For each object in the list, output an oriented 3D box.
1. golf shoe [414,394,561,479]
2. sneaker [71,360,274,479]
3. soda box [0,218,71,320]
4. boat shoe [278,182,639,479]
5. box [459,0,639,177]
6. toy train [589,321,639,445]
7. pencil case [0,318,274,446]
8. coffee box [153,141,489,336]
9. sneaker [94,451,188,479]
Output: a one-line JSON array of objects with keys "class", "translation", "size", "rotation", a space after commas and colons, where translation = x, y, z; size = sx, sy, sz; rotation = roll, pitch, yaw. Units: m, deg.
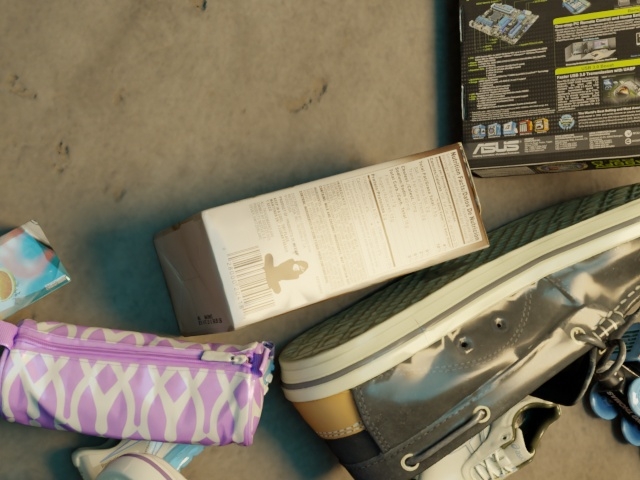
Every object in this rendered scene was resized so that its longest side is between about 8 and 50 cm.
[{"class": "golf shoe", "translation": [0.158, 0.203, 0.900], "size": [0.176, 0.086, 0.069], "rotation": [-46, 106, -20]}, {"class": "sneaker", "translation": [-0.122, 0.142, 0.784], "size": [0.191, 0.071, 0.083], "rotation": [-40, 96, -24]}, {"class": "soda box", "translation": [-0.287, 0.053, 0.716], "size": [0.183, 0.063, 0.058], "rotation": [-33, 98, -24]}, {"class": "boat shoe", "translation": [0.203, 0.068, 0.885], "size": [0.500, 0.187, 0.156], "rotation": [-26, 96, -19]}, {"class": "box", "translation": [0.271, -0.178, 0.908], "size": [0.060, 0.270, 0.216], "rotation": [13, 75, -65]}, {"class": "toy train", "translation": [0.367, 0.172, 1.008], "size": [0.184, 0.080, 0.105], "rotation": [41, 63, -16]}, {"class": "pencil case", "translation": [-0.140, 0.108, 0.723], "size": [0.206, 0.088, 0.086], "rotation": [4, 53, -3]}, {"class": "coffee box", "translation": [0.000, 0.000, 0.816], "size": [0.247, 0.141, 0.098], "rotation": [-17, 91, -27]}, {"class": "sneaker", "translation": [-0.066, 0.244, 0.766], "size": [0.282, 0.102, 0.161], "rotation": [60, 38, -23]}]
